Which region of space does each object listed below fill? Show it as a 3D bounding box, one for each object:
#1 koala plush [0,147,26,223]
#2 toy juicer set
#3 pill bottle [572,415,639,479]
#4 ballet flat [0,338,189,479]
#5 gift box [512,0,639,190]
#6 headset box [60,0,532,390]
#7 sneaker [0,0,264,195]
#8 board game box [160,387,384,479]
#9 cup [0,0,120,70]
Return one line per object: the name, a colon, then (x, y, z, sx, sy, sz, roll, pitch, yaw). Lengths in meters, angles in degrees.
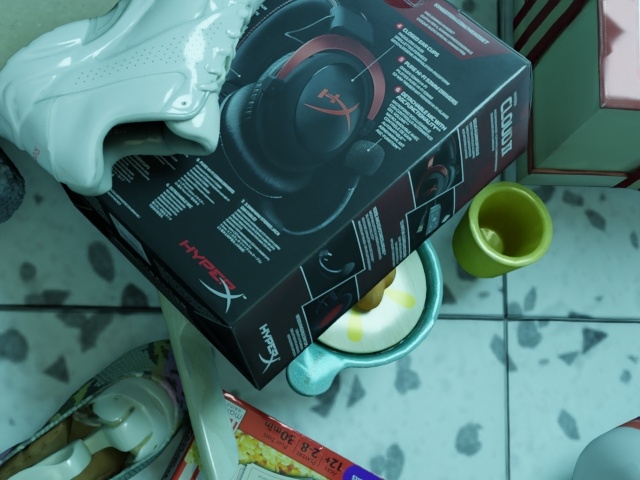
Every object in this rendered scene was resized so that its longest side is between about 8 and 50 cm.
koala plush: (-0.330, -0.040, 0.773, 0.221, 0.203, 0.196, -37, 96, -7)
toy juicer set: (0.000, 0.000, 0.902, 0.329, 0.089, 0.209, -33, 83, -24)
pill bottle: (0.374, 0.184, 0.981, 0.322, 0.181, 0.182, -21, 91, -19)
ballet flat: (-0.166, 0.147, 0.854, 0.221, 0.079, 0.077, -35, 96, -19)
gift box: (0.296, -0.155, 0.949, 0.276, 0.258, 0.255, 6, 80, -5)
headset box: (-0.012, -0.080, 0.848, 0.293, 0.110, 0.218, -42, 64, -14)
sneaker: (-0.087, -0.109, 0.772, 0.232, 0.090, 0.115, -41, 79, -12)
board game box: (-0.061, 0.227, 0.898, 0.146, 0.045, 0.194, 30, 75, -12)
cup: (-0.169, -0.277, 0.771, 0.331, 0.331, 0.237, -39, 81, -19)
